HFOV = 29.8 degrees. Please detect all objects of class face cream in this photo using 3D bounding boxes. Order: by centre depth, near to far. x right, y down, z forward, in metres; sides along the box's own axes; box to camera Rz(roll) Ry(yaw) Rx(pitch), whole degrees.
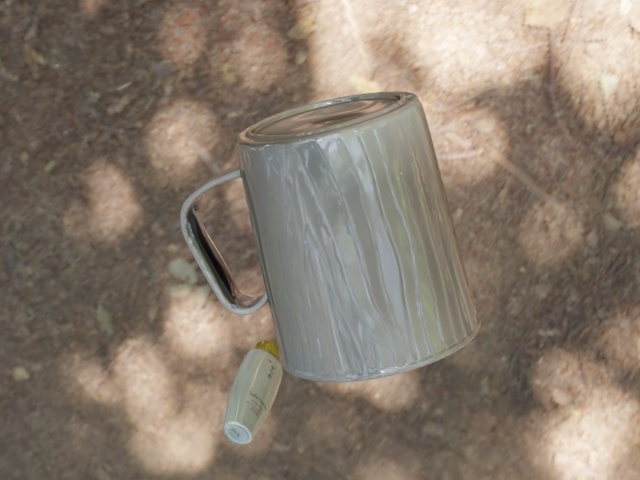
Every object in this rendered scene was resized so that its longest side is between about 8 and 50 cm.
[{"bbox_3d":[-0.098,0.222,1.782,0.051,0.182,0.072,-29,114,31],"label":"face cream"}]

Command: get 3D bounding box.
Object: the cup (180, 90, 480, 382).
[{"bbox_3d":[0.014,-0.007,1.298,0.288,0.208,0.273,5,114,47],"label":"cup"}]
